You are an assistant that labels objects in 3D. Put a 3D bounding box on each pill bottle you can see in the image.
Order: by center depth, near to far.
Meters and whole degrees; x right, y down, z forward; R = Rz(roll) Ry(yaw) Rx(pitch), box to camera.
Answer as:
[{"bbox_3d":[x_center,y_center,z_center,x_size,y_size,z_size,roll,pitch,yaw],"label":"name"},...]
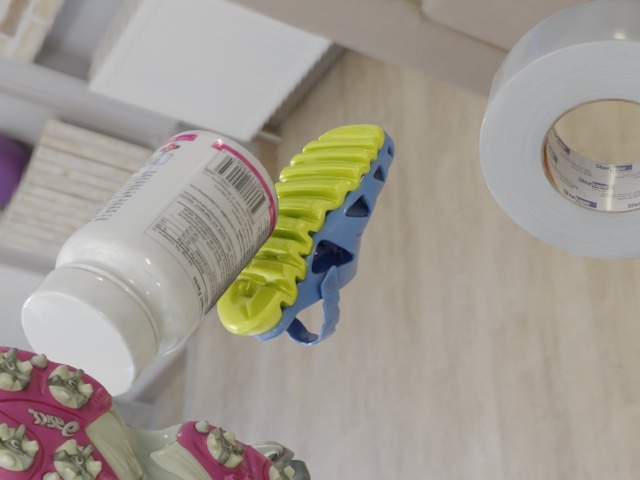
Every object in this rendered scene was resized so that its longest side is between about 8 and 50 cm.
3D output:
[{"bbox_3d":[-0.175,0.021,1.227,0.160,0.160,0.283,-44,6,46],"label":"pill bottle"}]

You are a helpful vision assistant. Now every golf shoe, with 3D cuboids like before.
[{"bbox_3d":[-0.113,0.172,0.687,0.140,0.306,0.115,-45,30,23],"label":"golf shoe"}]

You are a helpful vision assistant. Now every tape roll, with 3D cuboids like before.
[{"bbox_3d":[0.246,-0.089,0.980,0.219,0.219,0.072,-50,12,40],"label":"tape roll"}]

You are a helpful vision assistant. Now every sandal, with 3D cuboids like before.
[{"bbox_3d":[0.000,0.000,1.413,0.126,0.138,0.317,14,67,48],"label":"sandal"}]

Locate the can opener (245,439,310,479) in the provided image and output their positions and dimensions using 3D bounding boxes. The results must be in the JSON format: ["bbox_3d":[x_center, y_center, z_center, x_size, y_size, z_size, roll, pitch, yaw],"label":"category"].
[{"bbox_3d":[-0.118,0.346,1.390,0.280,0.074,0.093,-54,39,24],"label":"can opener"}]
